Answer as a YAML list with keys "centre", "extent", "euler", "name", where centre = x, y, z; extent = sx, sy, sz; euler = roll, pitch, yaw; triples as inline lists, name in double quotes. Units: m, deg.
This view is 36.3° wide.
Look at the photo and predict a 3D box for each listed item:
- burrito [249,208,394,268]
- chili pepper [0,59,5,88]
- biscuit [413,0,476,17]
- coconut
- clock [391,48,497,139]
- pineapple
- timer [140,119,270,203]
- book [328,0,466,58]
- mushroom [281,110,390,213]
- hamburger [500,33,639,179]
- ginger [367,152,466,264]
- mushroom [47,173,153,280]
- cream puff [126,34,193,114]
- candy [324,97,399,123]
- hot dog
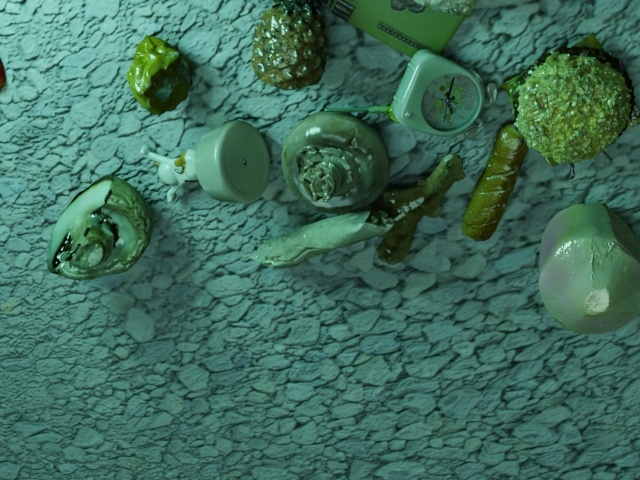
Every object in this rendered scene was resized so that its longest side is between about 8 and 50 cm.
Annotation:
- centre: [0.000, 0.000, 2.120]
  extent: [0.392, 0.117, 0.076]
  euler: [-19, 78, 47]
  name: "burrito"
- centre: [-0.713, -0.394, 2.107]
  extent: [0.045, 0.027, 0.178]
  euler: [8, 124, 9]
  name: "chili pepper"
- centre: [0.157, -0.508, 1.733]
  extent: [0.281, 0.084, 0.179]
  euler: [16, 126, 1]
  name: "biscuit"
- centre: [0.555, 0.065, 1.978]
  extent: [0.233, 0.245, 0.233]
  euler: [5, 125, 7]
  name: "coconut"
- centre: [0.246, -0.276, 1.905]
  extent: [0.191, 0.062, 0.151]
  euler: [17, 110, -19]
  name: "clock"
- centre: [-0.042, -0.433, 1.857]
  extent: [0.157, 0.158, 0.279]
  euler: [15, 115, 4]
  name: "pineapple"
- centre: [-0.262, -0.157, 2.106]
  extent: [0.266, 0.175, 0.175]
  euler: [-4, 125, 36]
  name: "timer"
- centre: [0.195, -0.511, 1.797]
  extent: [0.239, 0.035, 0.352]
  euler: [28, 126, -8]
  name: "book"
- centre: [0.029, -0.155, 1.999]
  extent: [0.226, 0.178, 0.227]
  euler: [5, 115, 10]
  name: "mushroom"
- centre: [0.477, -0.243, 1.848]
  extent: [0.243, 0.139, 0.262]
  euler: [-30, 112, 29]
  name: "hamburger"
- centre: [0.197, -0.073, 2.072]
  extent: [0.148, 0.081, 0.334]
  euler: [32, 127, -15]
  name: "ginger"
- centre: [-0.489, -0.018, 2.226]
  extent: [0.164, 0.189, 0.267]
  euler: [29, 102, -32]
  name: "mushroom"
- centre: [-0.338, -0.341, 2.003]
  extent: [0.116, 0.146, 0.146]
  euler: [44, 134, 31]
  name: "cream puff"
- centre: [0.102, -0.261, 1.945]
  extent: [0.193, 0.062, 0.058]
  euler: [-1, 155, -13]
  name: "candy"
- centre: [0.360, -0.114, 2.019]
  extent: [0.087, 0.061, 0.286]
  euler: [20, 126, 14]
  name: "hot dog"
